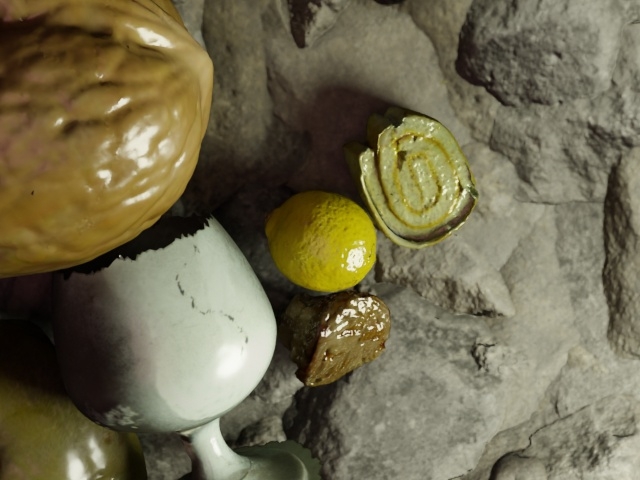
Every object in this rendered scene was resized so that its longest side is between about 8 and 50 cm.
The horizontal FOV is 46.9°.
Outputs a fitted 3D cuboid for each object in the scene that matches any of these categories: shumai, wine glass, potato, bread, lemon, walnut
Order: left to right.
[{"bbox_3d":[-0.328,0.240,0.831,0.218,0.202,0.351,-21,99,-4],"label":"potato"},{"bbox_3d":[-0.258,-0.119,0.665,0.332,0.333,0.333,0,108,1],"label":"walnut"},{"bbox_3d":[-0.143,0.141,0.782,0.238,0.238,0.323,-13,105,5],"label":"wine glass"},{"bbox_3d":[0.000,0.000,0.793,0.133,0.109,0.109,20,107,-6],"label":"lemon"},{"bbox_3d":[0.014,0.098,0.840,0.123,0.139,0.105,-22,74,-21],"label":"shumai"},{"bbox_3d":[0.097,-0.070,0.792,0.117,0.064,0.156,-26,104,5],"label":"bread"}]
